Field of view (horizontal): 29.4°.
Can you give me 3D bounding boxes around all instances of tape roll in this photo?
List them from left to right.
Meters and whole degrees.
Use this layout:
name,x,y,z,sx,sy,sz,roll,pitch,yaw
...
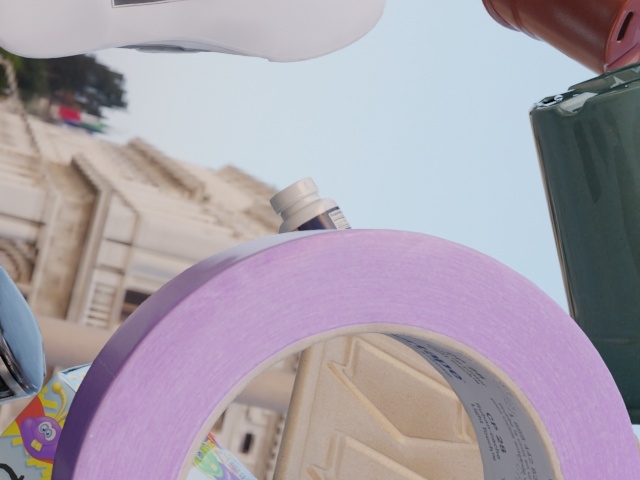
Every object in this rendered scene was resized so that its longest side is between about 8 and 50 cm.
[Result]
name,x,y,z,sx,sy,sz,roll,pitch,yaw
tape roll,0.012,0.132,0.582,0.090,0.274,0.275,-179,-77,-74

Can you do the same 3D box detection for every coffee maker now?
name,x,y,z,sx,sy,sz,roll,pitch,yaw
coffee maker,-0.324,0.085,0.980,0.120,0.178,0.171,69,-4,-58

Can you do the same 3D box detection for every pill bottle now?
name,x,y,z,sx,sy,sz,roll,pitch,yaw
pill bottle,0.000,0.000,1.208,0.120,0.067,0.067,59,-28,5

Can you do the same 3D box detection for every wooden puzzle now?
name,x,y,z,sx,sy,sz,roll,pitch,yaw
wooden puzzle,0.106,0.210,0.899,0.080,0.322,0.348,-55,-170,32

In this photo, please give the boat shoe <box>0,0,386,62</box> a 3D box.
name,x,y,z,sx,sy,sz,roll,pitch,yaw
boat shoe,-0.104,-0.184,0.904,0.102,0.301,0.108,-139,-138,-67

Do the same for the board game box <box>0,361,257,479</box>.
name,x,y,z,sx,sy,sz,roll,pitch,yaw
board game box,-0.196,0.230,0.844,0.275,0.142,0.144,-48,173,7

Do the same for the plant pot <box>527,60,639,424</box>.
name,x,y,z,sx,sy,sz,roll,pitch,yaw
plant pot,0.390,-0.024,1.315,0.334,0.341,0.341,71,-16,-8

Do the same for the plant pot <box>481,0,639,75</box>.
name,x,y,z,sx,sy,sz,roll,pitch,yaw
plant pot,0.409,-0.359,1.727,0.265,0.272,0.272,52,-52,43
